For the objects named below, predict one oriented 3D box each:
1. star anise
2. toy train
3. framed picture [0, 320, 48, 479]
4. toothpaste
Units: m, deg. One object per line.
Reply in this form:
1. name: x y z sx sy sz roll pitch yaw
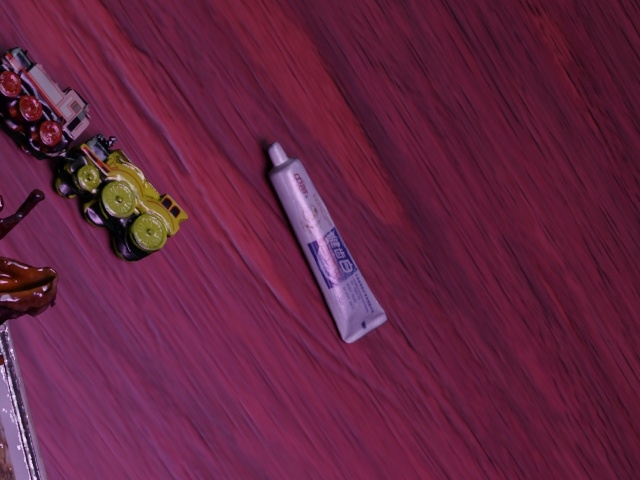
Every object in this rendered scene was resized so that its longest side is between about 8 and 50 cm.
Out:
1. star anise: -0.342 0.054 1.474 0.220 0.126 0.190 -4 56 -12
2. toy train: -0.234 -0.084 1.617 0.250 0.053 0.085 48 52 -19
3. framed picture: -0.344 0.222 1.517 0.217 0.017 0.274 -16 93 -34
4. toothpaste: 0.000 0.000 1.772 0.060 0.038 0.233 -34 105 -29
